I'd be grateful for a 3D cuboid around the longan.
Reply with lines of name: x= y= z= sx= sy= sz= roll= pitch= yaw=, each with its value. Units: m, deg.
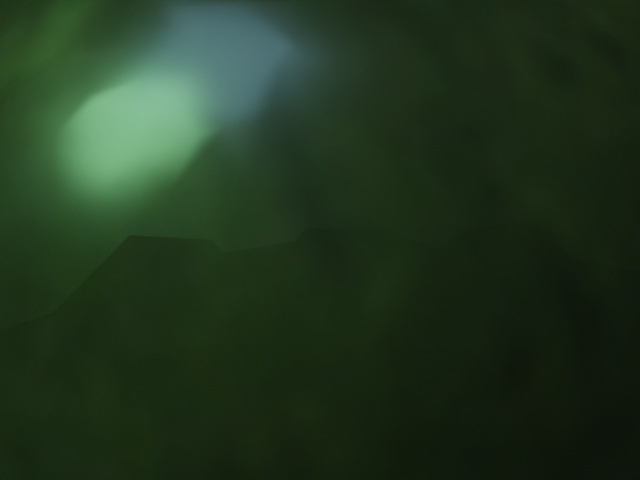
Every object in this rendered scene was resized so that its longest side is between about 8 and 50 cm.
longan: x=0.000 y=0.000 z=0.538 sx=0.361 sy=0.361 sz=0.361 roll=-12 pitch=29 yaw=7
